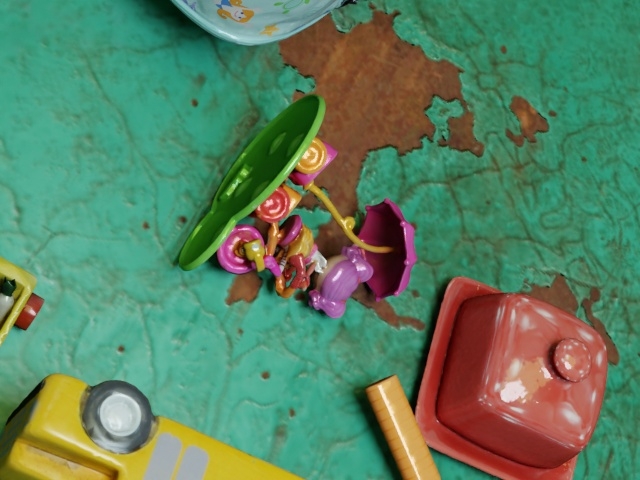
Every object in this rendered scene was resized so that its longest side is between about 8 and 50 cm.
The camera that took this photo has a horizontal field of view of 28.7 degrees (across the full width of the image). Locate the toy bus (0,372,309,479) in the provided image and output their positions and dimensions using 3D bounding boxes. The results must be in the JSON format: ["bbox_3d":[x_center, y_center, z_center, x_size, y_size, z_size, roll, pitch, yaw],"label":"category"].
[{"bbox_3d":[-0.068,0.215,0.866,0.333,0.108,0.130,27,58,-16],"label":"toy bus"}]

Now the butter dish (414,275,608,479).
[{"bbox_3d":[0.177,0.110,1.027,0.160,0.118,0.159,26,61,-16],"label":"butter dish"}]

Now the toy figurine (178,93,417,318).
[{"bbox_3d":[0.000,0.000,0.996,0.159,0.130,0.173,40,80,-19],"label":"toy figurine"}]

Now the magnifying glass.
[{"bbox_3d":[0.093,0.217,0.985,0.092,0.026,0.231,-23,87,-24],"label":"magnifying glass"}]

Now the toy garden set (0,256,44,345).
[{"bbox_3d":[-0.318,0.066,0.834,0.204,0.049,0.244,32,60,-13],"label":"toy garden set"}]

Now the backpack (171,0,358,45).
[{"bbox_3d":[-0.044,-0.278,1.017,0.225,0.191,0.253,48,51,0],"label":"backpack"}]
